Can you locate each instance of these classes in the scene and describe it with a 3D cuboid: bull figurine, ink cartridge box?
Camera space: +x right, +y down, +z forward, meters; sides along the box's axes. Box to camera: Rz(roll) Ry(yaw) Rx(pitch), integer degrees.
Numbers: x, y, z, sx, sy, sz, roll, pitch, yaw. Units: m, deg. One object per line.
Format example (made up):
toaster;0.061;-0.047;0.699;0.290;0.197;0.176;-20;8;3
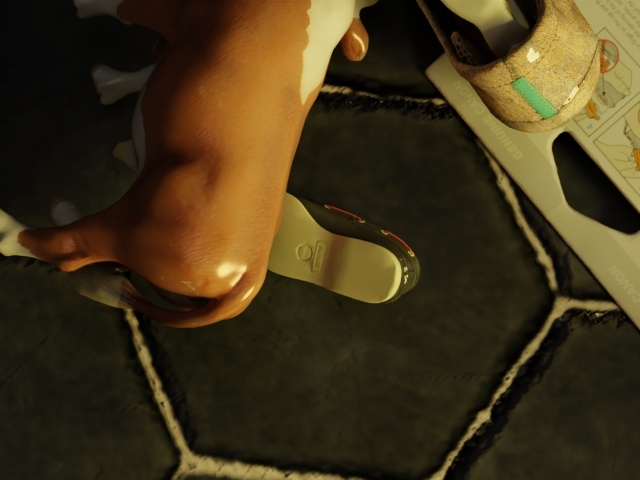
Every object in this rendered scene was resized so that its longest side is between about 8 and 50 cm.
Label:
bull figurine;-0.073;-0.086;0.975;0.188;0.101;0.310;1;53;21
ink cartridge box;0.240;-0.086;0.994;0.239;0.060;0.275;-43;71;15

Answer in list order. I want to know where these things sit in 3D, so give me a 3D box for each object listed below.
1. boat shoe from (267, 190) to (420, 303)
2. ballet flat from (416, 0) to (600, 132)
boat shoe;-0.001;0.002;0.988;0.133;0.042;0.049;25;104;25
ballet flat;0.077;-0.210;0.995;0.107;0.106;0.316;-39;60;21
